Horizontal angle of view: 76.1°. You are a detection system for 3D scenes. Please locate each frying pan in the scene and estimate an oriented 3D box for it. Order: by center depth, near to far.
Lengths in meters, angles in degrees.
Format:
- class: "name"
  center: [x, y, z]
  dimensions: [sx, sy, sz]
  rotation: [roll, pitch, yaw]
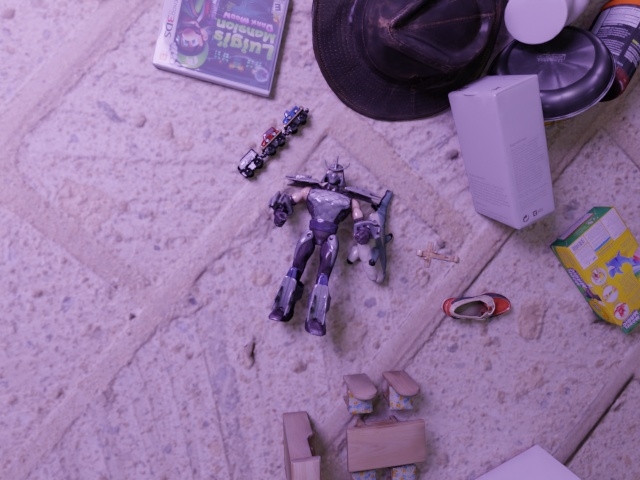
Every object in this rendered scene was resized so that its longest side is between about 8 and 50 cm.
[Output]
- class: "frying pan"
  center: [0.430, -0.340, 0.698]
  dimensions: [0.326, 0.053, 0.197]
  rotation: [-48, 60, -2]

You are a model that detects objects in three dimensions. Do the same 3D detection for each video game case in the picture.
- class: "video game case"
  center: [-0.158, -0.343, 0.663]
  dimensions: [0.190, 0.022, 0.173]
  rotation: [12, 91, -10]

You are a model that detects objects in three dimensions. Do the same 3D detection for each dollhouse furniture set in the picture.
- class: "dollhouse furniture set"
  center: [0.066, 0.354, 0.670]
  dimensions: [0.241, 0.161, 0.213]
  rotation: [-3, 93, -9]

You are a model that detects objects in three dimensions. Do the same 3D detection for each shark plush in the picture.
- class: "shark plush"
  center: [0.099, -0.008, 0.726]
  dimensions: [0.067, 0.073, 0.162]
  rotation: [18, 69, -29]

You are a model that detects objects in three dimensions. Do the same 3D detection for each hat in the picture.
- class: "hat"
  center: [0.157, -0.323, 0.619]
  dimensions: [0.330, 0.134, 0.332]
  rotation: [-6, 119, -11]

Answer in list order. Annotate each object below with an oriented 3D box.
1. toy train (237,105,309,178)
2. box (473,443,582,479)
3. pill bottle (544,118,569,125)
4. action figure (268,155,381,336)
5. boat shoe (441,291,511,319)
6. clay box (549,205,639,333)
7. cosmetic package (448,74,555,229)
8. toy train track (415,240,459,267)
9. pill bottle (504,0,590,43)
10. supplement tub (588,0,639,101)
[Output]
- class: "toy train"
  center: [-0.080, -0.169, 0.685]
  dimensions: [0.036, 0.027, 0.158]
  rotation: [44, 86, 2]
- class: "box"
  center: [0.417, 0.606, 0.741]
  dimensions: [0.214, 0.168, 0.346]
  rotation: [-24, 97, -7]
- class: "pill bottle"
  center: [0.397, -0.238, 0.741]
  dimensions: [0.116, 0.065, 0.065]
  rotation: [-16, 96, -8]
- class: "action figure"
  center: [0.000, 0.000, 0.665]
  dimensions: [0.185, 0.099, 0.285]
  rotation: [13, 87, 13]
- class: "boat shoe"
  center: [0.294, 0.123, 0.756]
  dimensions: [0.136, 0.043, 0.049]
  rotation: [0, 91, -11]
- class: "clay box"
  center: [0.561, 0.059, 0.792]
  dimensions: [0.127, 0.053, 0.222]
  rotation: [-39, 100, -6]
- class: "cosmetic package"
  center: [0.300, -0.145, 0.674]
  dimensions: [0.085, 0.117, 0.231]
  rotation: [-26, 117, -9]
- class: "toy train track"
  center: [0.217, 0.029, 0.752]
  dimensions: [0.083, 0.014, 0.048]
  rotation: [10, 92, -11]
- class: "pill bottle"
  center: [0.383, -0.423, 0.660]
  dimensions: [0.124, 0.124, 0.222]
  rotation: [40, 70, -9]
- class: "supplement tub"
  center: [0.535, -0.360, 0.738]
  dimensions: [0.106, 0.106, 0.198]
  rotation: [31, 88, -10]
